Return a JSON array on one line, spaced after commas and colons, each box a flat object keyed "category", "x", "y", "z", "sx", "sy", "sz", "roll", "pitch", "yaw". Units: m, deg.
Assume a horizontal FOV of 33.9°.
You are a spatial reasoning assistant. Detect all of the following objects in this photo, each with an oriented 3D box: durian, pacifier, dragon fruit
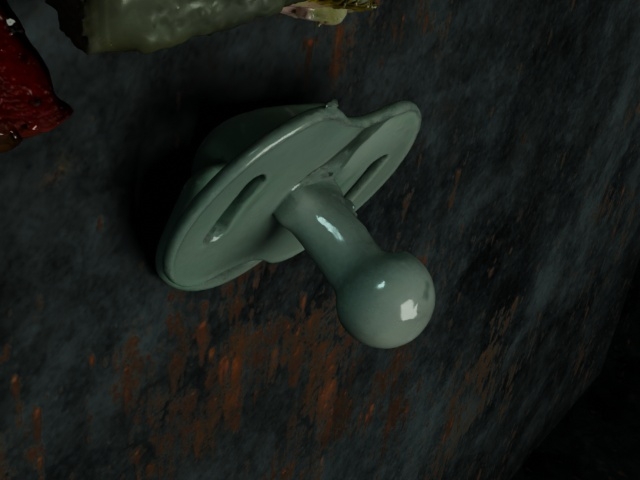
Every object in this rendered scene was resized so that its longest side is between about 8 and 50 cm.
[{"category": "durian", "x": -0.003, "y": -0.251, "z": 0.986, "sx": 0.224, "sy": 0.078, "sz": 0.140, "roll": -31, "pitch": 139, "yaw": -48}, {"category": "pacifier", "x": 0.000, "y": 0.000, "z": 1.038, "sx": 0.343, "sy": 0.269, "sz": 0.288, "roll": -13, "pitch": 150, "yaw": -52}, {"category": "dragon fruit", "x": -0.250, "y": -0.105, "z": 0.670, "sx": 0.192, "sy": 0.092, "sz": 0.122, "roll": -2, "pitch": 116, "yaw": -60}]

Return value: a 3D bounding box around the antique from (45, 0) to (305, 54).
[{"category": "antique", "x": -0.059, "y": -0.237, "z": 0.761, "sx": 0.284, "sy": 0.125, "sz": 0.150, "roll": -17, "pitch": 134, "yaw": -28}]
